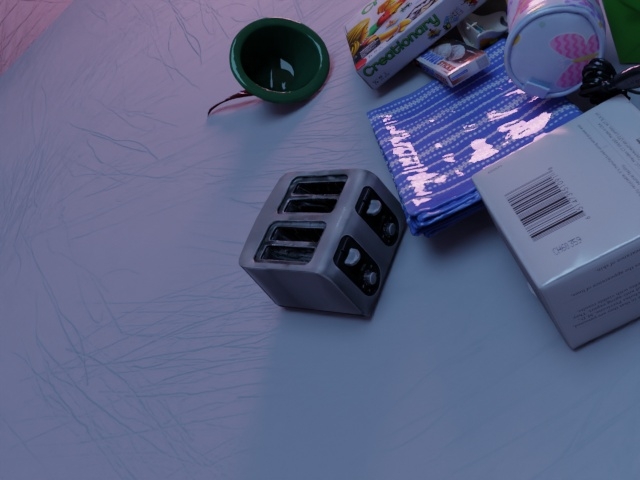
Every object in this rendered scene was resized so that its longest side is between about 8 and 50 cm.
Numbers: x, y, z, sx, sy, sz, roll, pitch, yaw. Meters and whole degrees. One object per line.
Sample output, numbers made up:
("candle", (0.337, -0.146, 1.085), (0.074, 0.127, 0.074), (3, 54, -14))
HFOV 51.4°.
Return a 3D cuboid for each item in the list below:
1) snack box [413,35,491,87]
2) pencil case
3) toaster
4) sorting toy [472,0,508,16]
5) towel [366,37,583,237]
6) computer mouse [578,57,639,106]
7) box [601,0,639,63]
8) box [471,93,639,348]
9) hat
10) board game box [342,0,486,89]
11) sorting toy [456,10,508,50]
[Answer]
("snack box", (0.192, -0.271, 0.999), (0.064, 0.022, 0.178), (-31, 26, 5))
("pencil case", (0.295, -0.288, 0.861), (0.124, 0.113, 0.273), (-51, 12, 37))
("toaster", (0.000, 0.000, 0.876), (0.186, 0.110, 0.168), (2, 56, 38))
("sorting toy", (0.329, -0.445, 1.068), (0.348, 0.047, 0.196), (11, 62, 42))
("towel", (0.192, -0.154, 0.886), (0.243, 0.040, 0.336), (-28, 34, 12))
("computer mouse", (0.404, -0.190, 0.694), (0.262, 0.184, 0.060), (-2, 93, 35))
("box", (0.506, -0.340, 0.783), (0.262, 0.127, 0.231), (9, 61, 41))
("box", (0.282, -0.021, 0.678), (0.182, 0.119, 0.181), (-29, 42, 12))
("hat", (-0.093, -0.308, 1.280), (0.209, 0.183, 0.173), (24, 73, 2))
("board game box", (0.177, -0.397, 1.083), (0.305, 0.053, 0.193), (-36, 34, 21))
("sorting toy", (0.261, -0.327, 1.023), (0.075, 0.045, 0.083), (-26, 40, 3))
